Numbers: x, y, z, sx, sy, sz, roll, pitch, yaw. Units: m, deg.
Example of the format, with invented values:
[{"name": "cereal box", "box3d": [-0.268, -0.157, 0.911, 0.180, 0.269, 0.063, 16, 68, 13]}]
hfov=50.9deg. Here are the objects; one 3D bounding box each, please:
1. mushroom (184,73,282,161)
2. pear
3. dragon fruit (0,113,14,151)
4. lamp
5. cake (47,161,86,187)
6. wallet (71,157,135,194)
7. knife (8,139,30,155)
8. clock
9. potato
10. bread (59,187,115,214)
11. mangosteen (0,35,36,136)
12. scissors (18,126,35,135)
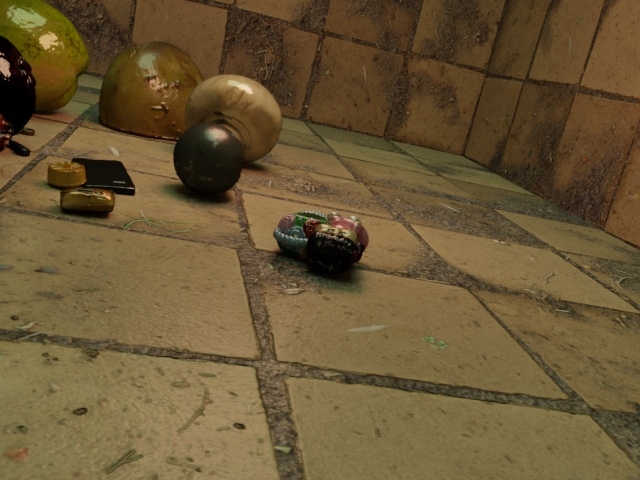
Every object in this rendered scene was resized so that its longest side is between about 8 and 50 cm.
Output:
[{"name": "mushroom", "box3d": [-0.300, -0.384, 2.125, 0.315, 0.315, 0.356, 26, 20, 38]}, {"name": "pear", "box3d": [-0.945, -0.594, 2.177, 0.391, 0.391, 0.391, 13, 16, -4]}, {"name": "dragon fruit", "box3d": [-0.777, -0.243, 1.449, 0.209, 0.172, 0.172, 3, 12, 17]}, {"name": "lamp", "box3d": [-0.280, -0.187, 1.776, 0.182, 0.182, 0.314, 16, -16, 8]}, {"name": "cake", "box3d": [-0.567, -0.146, 1.503, 0.084, 0.044, 0.084, 4, 23, -2]}, {"name": "wallet", "box3d": [-0.531, -0.162, 1.637, 0.124, 0.025, 0.244, 2, 21, -26]}, {"name": "knife", "box3d": [-0.770, -0.237, 1.713, 0.031, 0.018, 0.121, 0, 19, -45]}, {"name": "clock", "box3d": [0.000, 0.000, 1.404, 0.194, 0.100, 0.195, 11, 13, 6]}, {"name": "potato", "box3d": [-0.576, -0.546, 2.418, 0.385, 0.319, 0.442, 14, 18, 5]}, {"name": "bread", "box3d": [-0.472, -0.083, 1.367, 0.106, 0.053, 0.072, 0, 16, -24]}, {"name": "mangosteen", "box3d": [-0.860, -0.365, 1.651, 0.297, 0.313, 0.297, 44, -7, 6]}, {"name": "scissors", "box3d": [-0.911, -0.340, 1.949, 0.220, 0.017, 0.088, 25, 20, 38]}]
